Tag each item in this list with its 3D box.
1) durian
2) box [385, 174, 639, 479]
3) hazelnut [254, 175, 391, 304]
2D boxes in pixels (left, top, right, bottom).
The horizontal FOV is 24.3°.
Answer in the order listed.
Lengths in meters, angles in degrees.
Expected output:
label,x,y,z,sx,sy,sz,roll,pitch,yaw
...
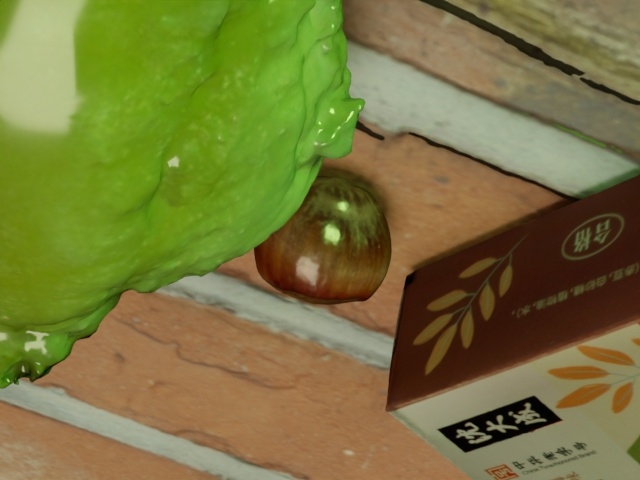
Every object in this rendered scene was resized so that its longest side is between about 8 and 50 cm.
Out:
label,x,y,z,sx,sy,sz,roll,pitch,yaw
durian,-0.115,-0.096,0.754,0.255,0.204,0.340,-17,137,-13
box,0.298,0.092,0.911,0.385,0.122,0.344,-25,127,36
hazelnut,0.000,0.000,0.920,0.086,0.086,0.086,7,139,6
